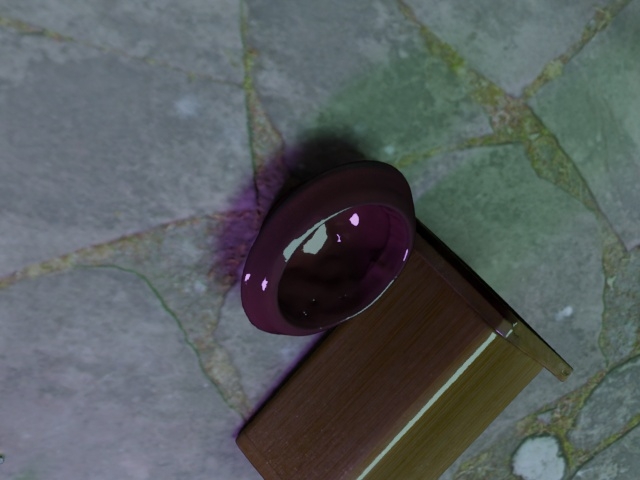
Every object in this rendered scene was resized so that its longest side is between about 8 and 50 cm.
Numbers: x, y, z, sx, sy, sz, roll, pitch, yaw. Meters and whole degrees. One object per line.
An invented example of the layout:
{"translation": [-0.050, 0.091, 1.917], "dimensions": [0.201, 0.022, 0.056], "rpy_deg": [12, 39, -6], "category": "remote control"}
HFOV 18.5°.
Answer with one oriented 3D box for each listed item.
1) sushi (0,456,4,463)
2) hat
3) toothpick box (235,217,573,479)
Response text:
{"translation": [-0.396, 0.262, 1.776], "dimensions": [0.193, 0.040, 0.210], "rpy_deg": [-51, 146, 6], "category": "sushi"}
{"translation": [0.000, 0.000, 1.909], "dimensions": [0.205, 0.089, 0.205], "rpy_deg": [-24, 138, -23], "category": "hat"}
{"translation": [0.080, 0.164, 2.091], "dimensions": [0.308, 0.187, 0.190], "rpy_deg": [-47, 147, 5], "category": "toothpick box"}
